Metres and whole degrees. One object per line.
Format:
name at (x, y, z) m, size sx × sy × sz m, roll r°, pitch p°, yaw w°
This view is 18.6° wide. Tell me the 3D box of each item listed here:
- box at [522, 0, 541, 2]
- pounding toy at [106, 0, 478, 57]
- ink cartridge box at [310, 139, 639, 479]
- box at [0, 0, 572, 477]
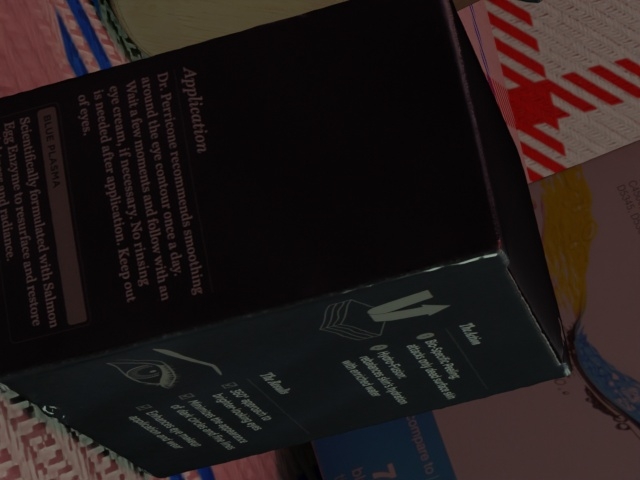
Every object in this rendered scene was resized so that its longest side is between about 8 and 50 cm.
box at (0.106, -0.364, 1.322) m, size 0.294 × 0.183 × 0.296 m, roll 90°, pitch 12°, yaw -74°
pounding toy at (-0.028, -0.162, 0.858) m, size 0.110 × 0.183 × 0.237 m, roll 51°, pitch -4°, yaw 32°
ink cartridge box at (0.146, 0.096, 0.968) m, size 0.198 × 0.270 × 0.197 m, roll 62°, pitch 7°, yaw -52°
box at (-0.012, 0.004, 0.636) m, size 0.156 × 0.158 × 0.093 m, roll 51°, pitch 26°, yaw -68°
